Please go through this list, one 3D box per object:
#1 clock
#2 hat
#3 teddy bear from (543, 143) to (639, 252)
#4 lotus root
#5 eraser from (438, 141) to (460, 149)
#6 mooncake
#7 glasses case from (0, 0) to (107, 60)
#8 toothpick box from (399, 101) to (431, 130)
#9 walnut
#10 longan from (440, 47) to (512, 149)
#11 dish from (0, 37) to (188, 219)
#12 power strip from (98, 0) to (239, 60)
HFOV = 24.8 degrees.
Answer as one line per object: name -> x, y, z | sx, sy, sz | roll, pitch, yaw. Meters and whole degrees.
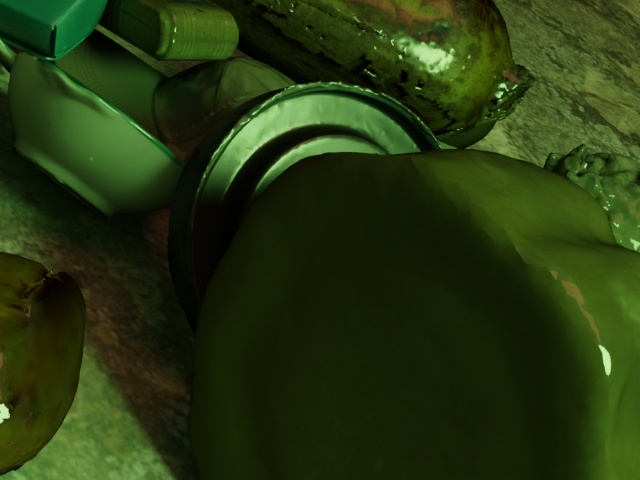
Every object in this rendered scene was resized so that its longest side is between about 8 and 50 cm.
clock -> 0.000, 0.000, 1.265 | 0.280, 0.281, 0.055 | 17, -4, -30
hat -> -0.131, -0.165, 1.448 | 0.245, 0.149, 0.214 | 47, 17, -6
teddy bear -> 0.370, 0.052, 1.543 | 0.368, 0.224, 0.357 | 66, 24, 1
lotus root -> 0.039, -0.228, 1.514 | 0.397, 0.179, 0.196 | 26, -12, -8
eraser -> 0.213, -0.021, 1.673 | 0.404, 0.096, 0.098 | 18, 34, -30
mooncake -> 0.093, 0.114, 1.079 | 0.200, 0.378, 0.378 | -8, 52, -52
glasses case -> -0.357, -0.266, 1.372 | 0.301, 0.070, 0.117 | 27, 44, 7
toothpick box -> 0.106, -0.009, 1.454 | 0.294, 0.192, 0.192 | 31, 29, -20
walnut -> -0.233, 0.082, 1.015 | 0.137, 0.137, 0.245 | 30, 29, -11
longan -> 0.110, -0.214, 1.719 | 0.248, 0.248, 0.248 | 27, 31, -17
dish -> -0.217, -0.086, 1.286 | 0.246, 0.078, 0.224 | 34, -6, 23
power strip -> -0.218, -0.266, 1.489 | 0.092, 0.066, 0.387 | -3, 25, -39
